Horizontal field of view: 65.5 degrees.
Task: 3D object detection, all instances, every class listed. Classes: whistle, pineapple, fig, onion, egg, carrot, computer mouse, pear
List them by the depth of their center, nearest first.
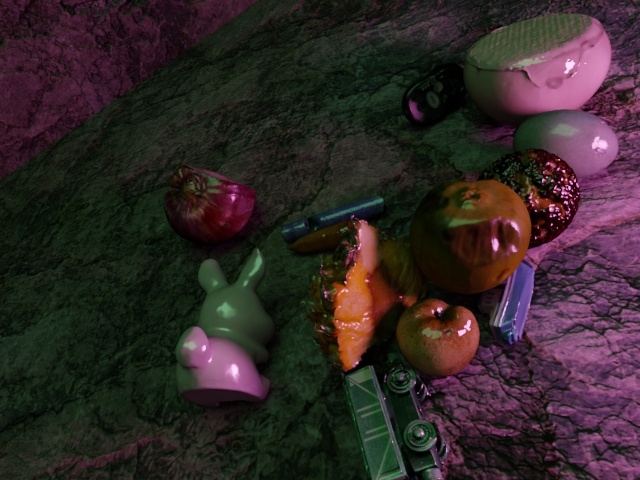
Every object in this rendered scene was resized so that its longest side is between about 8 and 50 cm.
[{"bbox_3d":[0.236,0.195,1.019,0.167,0.137,0.167,-5,37,4],"label":"pear"},{"bbox_3d":[0.310,0.005,1.041,0.239,0.271,0.240,-7,50,9],"label":"fig"},{"bbox_3d":[0.057,0.068,1.099,0.209,0.286,0.344,5,33,47],"label":"pineapple"},{"bbox_3d":[0.597,-0.235,1.223,0.236,0.169,0.169,9,55,33],"label":"egg"},{"bbox_3d":[0.000,0.000,1.370,0.204,0.072,0.072,-15,45,16],"label":"carrot"},{"bbox_3d":[0.039,-0.061,1.411,0.304,0.062,0.062,-17,45,11],"label":"whistle"},{"bbox_3d":[-0.341,-0.096,1.525,0.256,0.272,0.231,26,90,46],"label":"onion"},{"bbox_3d":[0.356,-0.461,1.577,0.233,0.137,0.096,-32,24,-2],"label":"computer mouse"}]

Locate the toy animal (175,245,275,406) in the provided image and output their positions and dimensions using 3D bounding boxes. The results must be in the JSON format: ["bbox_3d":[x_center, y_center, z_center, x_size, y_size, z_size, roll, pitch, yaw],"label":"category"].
[{"bbox_3d":[-0.224,0.195,1.173,0.196,0.241,0.368,-8,48,17],"label":"toy animal"}]

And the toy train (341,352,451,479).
[{"bbox_3d":[0.146,0.350,0.952,0.154,0.115,0.270,-28,43,12],"label":"toy train"}]

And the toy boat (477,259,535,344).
[{"bbox_3d":[0.387,0.118,1.060,0.102,0.088,0.215,7,55,35],"label":"toy boat"}]

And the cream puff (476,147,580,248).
[{"bbox_3d":[0.462,-0.101,1.142,0.239,0.164,0.239,-16,62,32],"label":"cream puff"}]

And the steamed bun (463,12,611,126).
[{"bbox_3d":[0.589,-0.453,1.370,0.374,0.241,0.375,-16,36,12],"label":"steamed bun"}]
